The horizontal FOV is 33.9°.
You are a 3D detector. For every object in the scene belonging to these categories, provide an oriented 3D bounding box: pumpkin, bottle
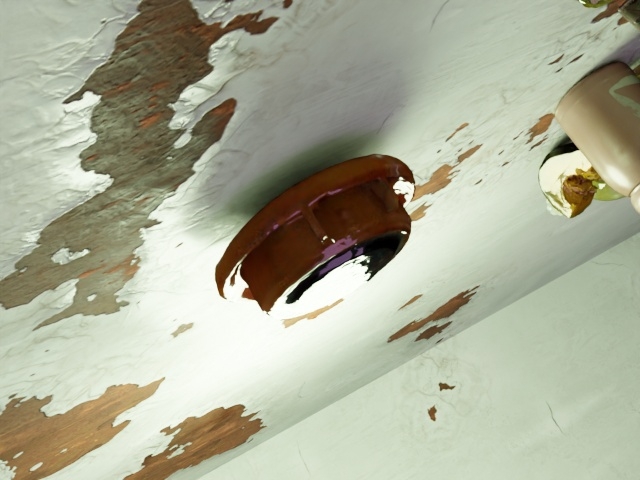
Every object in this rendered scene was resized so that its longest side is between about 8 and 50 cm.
[{"bbox_3d":[0.553,-0.174,2.273,0.131,0.126,0.248,-26,145,-42],"label":"pumpkin"},{"bbox_3d":[0.611,-0.192,2.006,0.206,0.297,0.173,-38,161,16],"label":"bottle"}]

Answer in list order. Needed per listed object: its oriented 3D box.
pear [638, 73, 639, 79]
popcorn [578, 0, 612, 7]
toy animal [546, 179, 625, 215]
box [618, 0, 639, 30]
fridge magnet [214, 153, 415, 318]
[{"bbox_3d":[0.759,-0.254,2.130,0.283,0.283,0.283,-30,163,-10],"label":"pear"},{"bbox_3d":[0.325,-0.388,1.036,0.312,0.312,0.312,-30,163,-10],"label":"popcorn"},{"bbox_3d":[0.703,-0.171,2.491,0.363,0.180,0.181,-3,146,-17],"label":"toy animal"},{"bbox_3d":[0.694,-0.382,1.823,0.225,0.190,0.297,-42,162,22],"label":"box"},{"bbox_3d":[0.000,0.000,1.666,0.363,0.155,0.363,-29,163,-10],"label":"fridge magnet"}]
